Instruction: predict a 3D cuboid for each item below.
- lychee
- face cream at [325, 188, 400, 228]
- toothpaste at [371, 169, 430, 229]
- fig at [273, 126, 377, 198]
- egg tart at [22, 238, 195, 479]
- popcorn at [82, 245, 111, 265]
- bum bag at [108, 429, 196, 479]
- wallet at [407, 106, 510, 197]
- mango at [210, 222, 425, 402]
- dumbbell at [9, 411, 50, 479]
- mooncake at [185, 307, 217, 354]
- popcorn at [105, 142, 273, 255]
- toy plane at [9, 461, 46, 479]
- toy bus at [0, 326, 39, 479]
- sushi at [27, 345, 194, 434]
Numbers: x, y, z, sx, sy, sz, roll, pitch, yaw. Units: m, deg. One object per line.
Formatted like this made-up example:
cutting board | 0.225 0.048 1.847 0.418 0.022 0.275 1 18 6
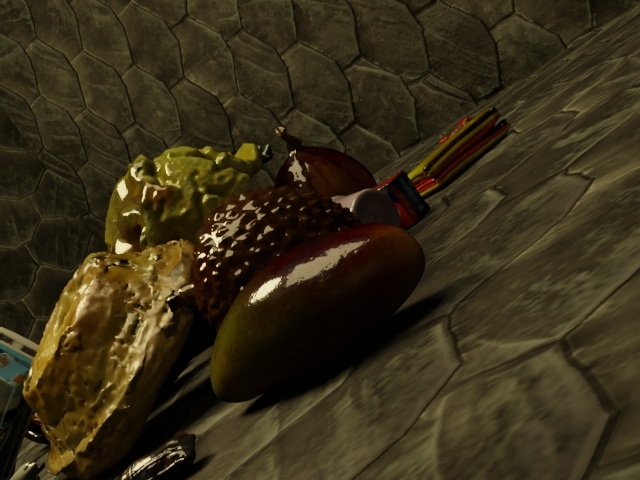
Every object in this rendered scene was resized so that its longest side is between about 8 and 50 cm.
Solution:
lychee | -0.058 0.031 1.079 0.238 0.200 0.200 -15 4 0
face cream | 0.000 0.000 1.453 0.096 0.154 0.274 -10 -5 -38
toothpaste | 0.027 -0.002 1.533 0.320 0.076 0.066 -32 5 40
fig | -0.011 -0.100 1.731 0.204 0.249 0.186 -34 11 -32
egg tart | -0.273 0.132 1.201 0.341 0.129 0.341 -50 25 33
popcorn | -0.330 0.120 1.768 0.276 0.276 0.225 -34 10 9
bum bag | -0.160 0.215 0.873 0.124 0.034 0.058 -36 18 -1
wallet | 0.218 -0.145 1.713 0.241 0.067 0.141 -39 4 -38
mango | -0.018 0.069 0.901 0.267 0.111 0.133 -38 14 32
dumbbell | -0.584 0.334 1.787 0.192 0.192 0.290 -31 6 40
mooncake | -0.122 0.073 1.398 0.228 0.124 0.228 -29 -9 -5
popcorn | -0.215 -0.032 1.591 0.293 0.293 0.237 -32 -34 31
toy plane | -0.385 0.327 1.171 0.226 0.058 0.226 -38 9 34
toy bus | -0.463 0.269 1.303 0.297 0.106 0.131 -65 -4 24
sushi | -0.325 0.211 1.458 0.296 0.167 0.179 -43 31 -24
